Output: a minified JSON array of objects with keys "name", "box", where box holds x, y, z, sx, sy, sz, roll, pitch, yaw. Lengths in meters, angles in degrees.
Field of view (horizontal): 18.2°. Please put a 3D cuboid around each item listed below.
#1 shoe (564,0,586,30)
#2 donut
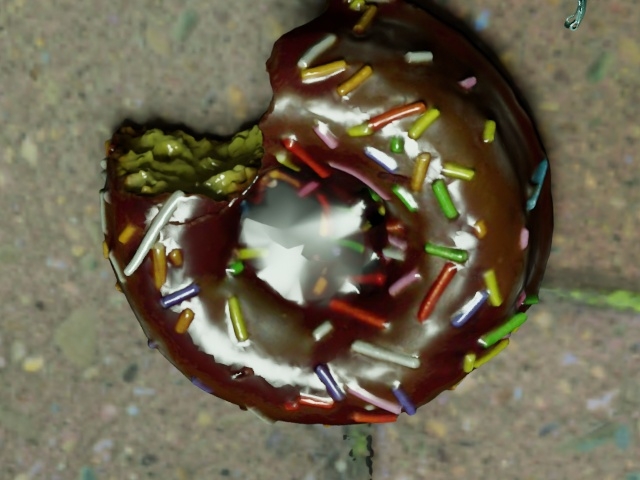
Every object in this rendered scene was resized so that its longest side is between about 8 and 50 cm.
[{"name":"shoe","box":[0.085,-0.164,0.923,0.143,0.064,0.071,37,132,-2]},{"name":"donut","box":[0.001,-0.001,0.983,0.230,0.096,0.216,-21,108,16]}]
